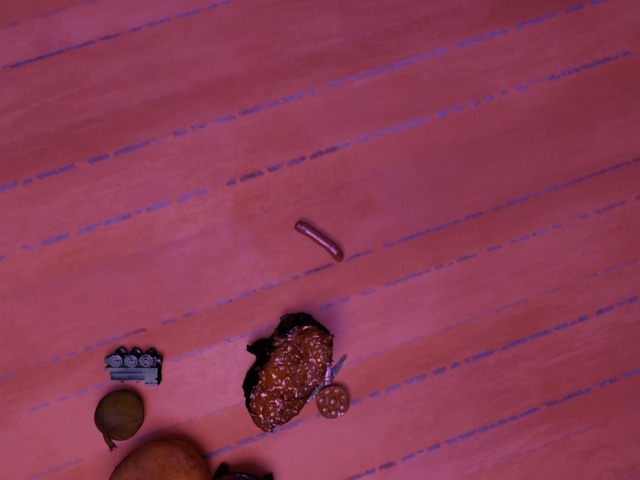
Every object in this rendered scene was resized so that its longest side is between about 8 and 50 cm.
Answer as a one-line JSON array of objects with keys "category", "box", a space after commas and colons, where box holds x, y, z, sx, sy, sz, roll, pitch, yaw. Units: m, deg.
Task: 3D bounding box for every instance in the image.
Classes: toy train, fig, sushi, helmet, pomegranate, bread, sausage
[{"category": "toy train", "box": [-0.564, 0.383, 1.487, 0.171, 0.071, 0.111, 1, 96, -4]}, {"category": "fig", "box": [-0.584, 0.524, 1.395, 0.149, 0.245, 0.149, -1, 96, -8]}, {"category": "sushi", "box": [-0.113, 0.373, 1.453, 0.235, 0.207, 0.348, 31, 92, -7]}, {"category": "helmet", "box": [-0.237, 0.765, 1.456, 0.189, 0.193, 0.215, 15, 131, -3]}, {"category": "pomegranate", "box": [-0.453, 0.719, 1.391, 0.308, 0.307, 0.307, 0, 89, -4]}, {"category": "bread", "box": [0.039, 0.505, 1.533, 0.110, 0.024, 0.109, 0, 94, -5]}, {"category": "sausage", "box": [0.000, 0.000, 1.545, 0.186, 0.043, 0.043, 37, 87, -3]}]

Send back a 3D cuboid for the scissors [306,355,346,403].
[{"category": "scissors", "box": [0.021, 0.442, 1.551, 0.134, 0.020, 0.187, 22, 91, -6]}]
